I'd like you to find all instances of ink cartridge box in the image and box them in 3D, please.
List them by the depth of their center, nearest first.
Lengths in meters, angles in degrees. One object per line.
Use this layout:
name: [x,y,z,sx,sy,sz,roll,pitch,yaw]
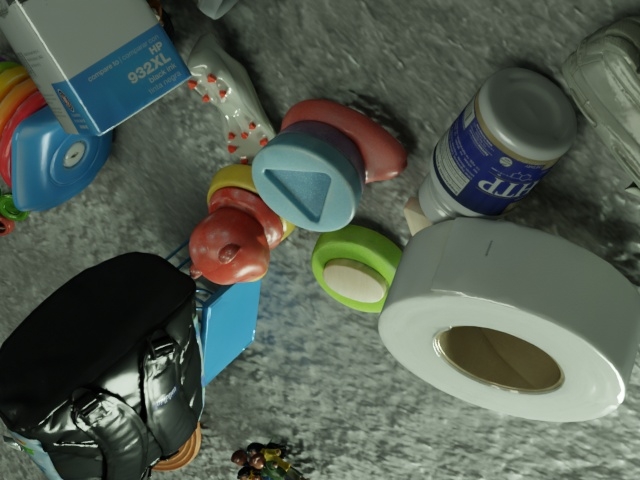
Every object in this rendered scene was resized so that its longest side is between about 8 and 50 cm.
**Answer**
ink cartridge box: [-0.296,-0.278,1.641,0.307,0.129,0.223,59,167,-14]

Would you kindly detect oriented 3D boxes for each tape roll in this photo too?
tape roll: [0.210,0.092,1.643,0.286,0.100,0.286,18,154,9]

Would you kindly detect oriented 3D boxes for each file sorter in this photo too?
file sorter: [-0.159,0.090,2.024,0.104,0.118,0.170,31,139,20]

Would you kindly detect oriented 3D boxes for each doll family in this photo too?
doll family: [-0.082,0.351,2.225,0.111,0.076,0.193,38,144,0]

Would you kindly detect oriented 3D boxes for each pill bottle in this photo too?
pill bottle: [0.181,-0.087,1.576,0.112,0.112,0.187,41,142,4]

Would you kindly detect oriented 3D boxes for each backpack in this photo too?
backpack: [-0.280,0.193,1.931,0.273,0.290,0.355,35,159,35]

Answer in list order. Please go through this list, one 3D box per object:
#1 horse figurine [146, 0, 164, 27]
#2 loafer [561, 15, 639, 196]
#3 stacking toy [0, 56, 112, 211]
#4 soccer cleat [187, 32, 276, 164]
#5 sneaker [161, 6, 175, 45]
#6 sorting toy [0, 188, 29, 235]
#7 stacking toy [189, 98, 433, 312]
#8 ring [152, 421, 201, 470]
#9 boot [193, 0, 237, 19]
horse figurine: [-0.232,-0.365,1.632,0.263,0.066,0.174,56,172,4]
loafer: [0.356,-0.071,1.452,0.319,0.112,0.111,56,145,-3]
stacking toy: [-0.434,-0.188,1.987,0.302,0.175,0.166,34,139,22]
soccer cleat: [-0.099,-0.167,1.791,0.068,0.076,0.196,-8,140,23]
sneaker: [-0.317,-0.320,1.824,0.319,0.131,0.112,30,105,-9]
sorting toy: [-0.474,-0.051,2.237,0.061,0.042,0.102,37,131,-16]
stacking toy: [0.000,0.000,1.758,0.279,0.130,0.309,38,142,-9]
ring: [-0.322,0.230,2.358,0.336,0.032,0.337,24,137,25]
boot: [-0.112,-0.349,1.603,0.123,0.095,0.258,44,147,0]
